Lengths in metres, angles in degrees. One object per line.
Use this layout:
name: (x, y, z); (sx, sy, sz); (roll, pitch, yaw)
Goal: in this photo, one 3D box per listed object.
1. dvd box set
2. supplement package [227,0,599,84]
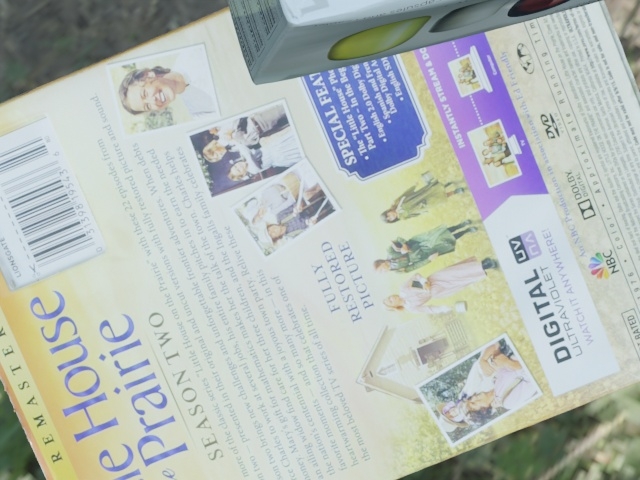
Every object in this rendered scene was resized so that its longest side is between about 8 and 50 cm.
dvd box set: (0.000, 0.000, 1.194); (0.420, 0.062, 0.307); (-23, 98, 4)
supplement package: (0.051, -0.163, 0.783); (0.194, 0.203, 0.149); (-15, 90, -5)
